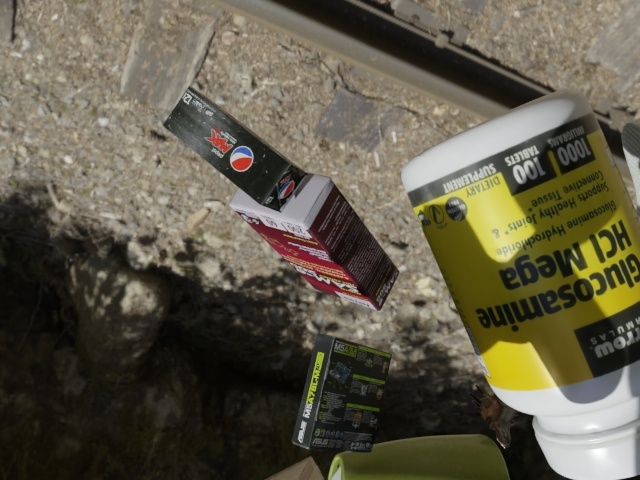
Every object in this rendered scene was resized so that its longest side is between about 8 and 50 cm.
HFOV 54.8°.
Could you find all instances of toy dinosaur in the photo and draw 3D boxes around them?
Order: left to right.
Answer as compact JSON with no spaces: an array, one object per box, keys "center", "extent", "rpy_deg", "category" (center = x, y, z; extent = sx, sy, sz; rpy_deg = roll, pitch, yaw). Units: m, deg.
[{"center":[0.440,0.318,1.423],"extent":[0.127,0.296,0.200],"rpy_deg":[26,170,8],"category":"toy dinosaur"}]

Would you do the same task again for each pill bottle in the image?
[{"center":[0.224,0.043,0.596],"extent":[0.187,0.334,0.188],"rpy_deg":[-24,180,0],"category":"pill bottle"}]

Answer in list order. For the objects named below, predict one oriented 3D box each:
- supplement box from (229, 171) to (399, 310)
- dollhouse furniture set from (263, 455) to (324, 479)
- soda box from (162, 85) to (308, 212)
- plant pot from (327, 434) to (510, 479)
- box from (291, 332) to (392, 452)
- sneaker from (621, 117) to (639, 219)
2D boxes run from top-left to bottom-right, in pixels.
[{"center":[0.000,0.000,0.833],"extent":[0.130,0.073,0.239],"rpy_deg":[16,159,38],"category":"supplement box"},{"center":[-0.052,0.354,0.400],"extent":[0.362,0.256,0.394],"rpy_deg":[-30,175,9],"category":"dollhouse furniture set"},{"center":[-0.099,-0.104,0.707],"extent":[0.060,0.169,0.053],"rpy_deg":[-54,159,7],"category":"soda box"},{"center":[0.167,0.497,1.178],"extent":[0.293,0.275,0.275],"rpy_deg":[10,141,-9],"category":"plant pot"},{"center":[0.043,0.267,1.067],"extent":[0.045,0.184,0.190],"rpy_deg":[2,165,39],"category":"box"},{"center":[0.582,-0.075,0.956],"extent":[0.161,0.102,0.282],"rpy_deg":[-21,109,-5],"category":"sneaker"}]
